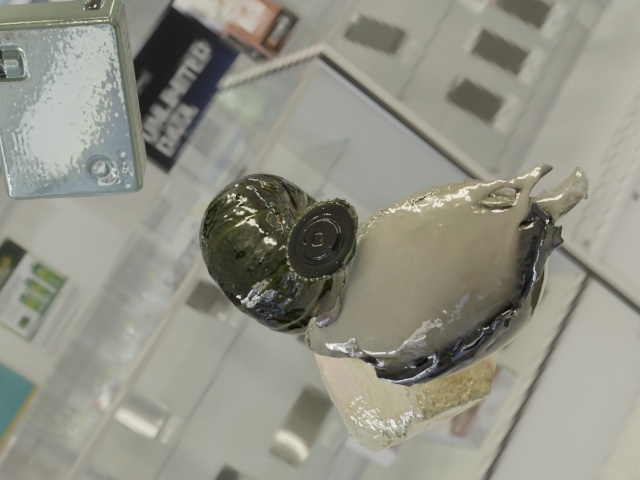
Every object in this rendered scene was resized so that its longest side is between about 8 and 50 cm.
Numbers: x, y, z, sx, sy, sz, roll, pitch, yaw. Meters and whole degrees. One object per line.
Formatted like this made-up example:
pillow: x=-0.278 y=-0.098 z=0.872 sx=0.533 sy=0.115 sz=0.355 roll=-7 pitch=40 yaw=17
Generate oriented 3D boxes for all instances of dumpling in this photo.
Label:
dumpling: x=0.124 y=0.038 z=1.245 sx=0.293 sy=0.204 sz=0.163 roll=-32 pitch=64 yaw=14

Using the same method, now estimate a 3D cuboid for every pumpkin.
pumpkin: x=-0.048 y=0.015 z=1.734 sx=0.157 sy=0.224 sz=0.223 roll=-45 pitch=23 yaw=21

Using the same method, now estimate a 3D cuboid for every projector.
projector: x=-0.340 y=-0.188 z=1.857 sx=0.099 sy=0.192 sz=0.256 roll=-94 pitch=0 yaw=-59

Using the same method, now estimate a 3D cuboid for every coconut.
coconut: x=0.140 y=0.190 z=2.316 sx=0.297 sy=0.254 sz=0.297 roll=-25 pitch=-9 yaw=-4

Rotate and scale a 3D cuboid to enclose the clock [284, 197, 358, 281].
clock: x=0.000 y=0.000 z=1.201 sx=0.083 sy=0.010 sz=0.074 roll=-10 pitch=67 yaw=41
